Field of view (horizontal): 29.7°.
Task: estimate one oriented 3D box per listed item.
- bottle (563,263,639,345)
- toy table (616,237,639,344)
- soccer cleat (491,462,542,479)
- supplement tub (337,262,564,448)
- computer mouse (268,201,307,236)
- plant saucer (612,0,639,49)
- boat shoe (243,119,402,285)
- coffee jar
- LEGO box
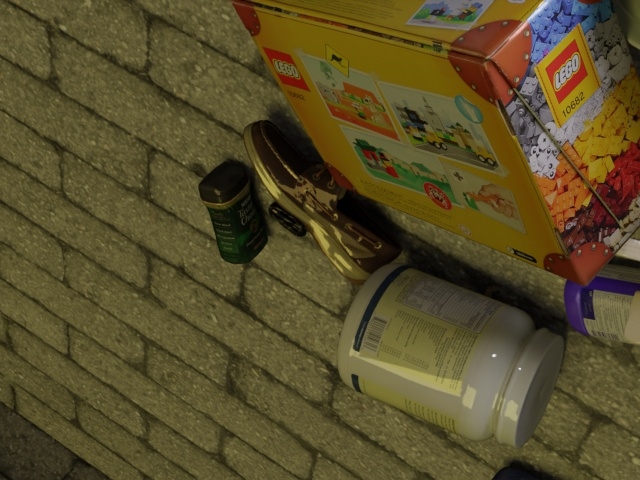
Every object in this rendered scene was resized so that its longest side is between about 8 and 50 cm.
[{"bbox_3d":[0.503,0.104,1.778,0.283,0.092,0.118,9,133,38],"label":"bottle"},{"bbox_3d":[0.506,0.037,1.596,0.161,0.274,0.252,17,175,38],"label":"toy table"},{"bbox_3d":[0.439,0.510,2.231,0.289,0.121,0.093,18,137,31],"label":"soccer cleat"},{"bbox_3d":[0.217,0.193,2.015,0.325,0.235,0.235,21,139,23],"label":"supplement tub"},{"bbox_3d":[0.000,0.000,2.200,0.242,0.041,0.071,28,143,22],"label":"computer mouse"},{"bbox_3d":[0.375,-0.316,1.310,0.400,0.101,0.400,58,167,21],"label":"plant saucer"},{"bbox_3d":[0.010,-0.084,2.063,0.123,0.123,0.342,-36,96,24],"label":"boat shoe"},{"bbox_3d":[-0.163,-0.052,2.255,0.079,0.096,0.184,11,134,33],"label":"coffee jar"},{"bbox_3d":[0.159,-0.197,1.562,0.500,0.193,0.372,26,154,47],"label":"LEGO box"}]
